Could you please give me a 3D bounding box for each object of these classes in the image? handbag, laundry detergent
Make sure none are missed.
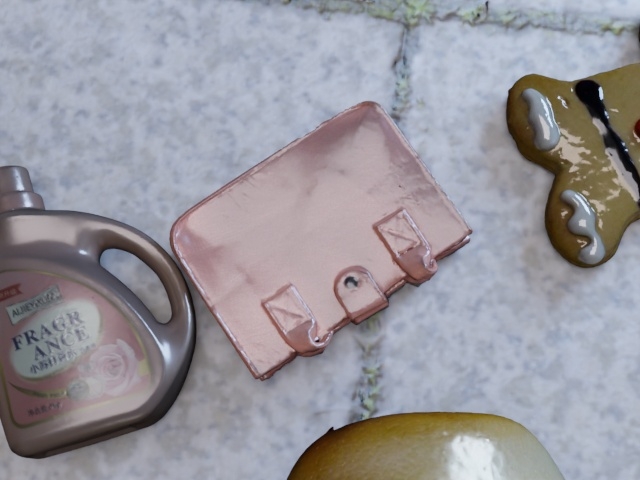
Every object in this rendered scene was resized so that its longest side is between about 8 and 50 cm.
[{"bbox_3d":[0.000,0.000,0.905,0.212,0.059,0.157,-33,78,-5],"label":"handbag"},{"bbox_3d":[-0.194,0.044,0.900,0.171,0.076,0.237,-16,75,-1],"label":"laundry detergent"}]

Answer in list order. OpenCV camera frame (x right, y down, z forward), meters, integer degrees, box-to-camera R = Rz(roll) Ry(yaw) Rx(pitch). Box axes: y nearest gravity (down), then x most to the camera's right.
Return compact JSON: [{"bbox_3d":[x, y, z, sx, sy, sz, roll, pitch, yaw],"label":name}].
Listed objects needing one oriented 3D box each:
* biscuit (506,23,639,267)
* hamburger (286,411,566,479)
[{"bbox_3d":[0.309,-0.109,0.920,0.301,0.049,0.197,-21,80,-3],"label":"biscuit"},{"bbox_3d":[0.073,0.205,0.780,0.236,0.237,0.147,-7,62,2],"label":"hamburger"}]
